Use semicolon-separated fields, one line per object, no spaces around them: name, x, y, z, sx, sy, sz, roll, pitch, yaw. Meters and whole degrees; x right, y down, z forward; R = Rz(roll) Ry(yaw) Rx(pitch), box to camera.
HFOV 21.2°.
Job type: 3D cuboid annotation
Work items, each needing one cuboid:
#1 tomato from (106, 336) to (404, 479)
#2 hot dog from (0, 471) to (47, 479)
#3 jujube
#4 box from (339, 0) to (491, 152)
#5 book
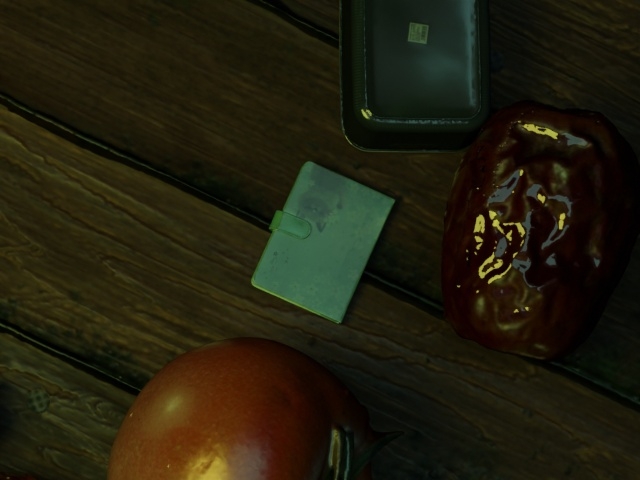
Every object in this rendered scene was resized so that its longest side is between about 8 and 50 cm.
tomato;-0.066;0.211;1.513;0.224;0.256;0.256;13;80;29
hot dog;-0.297;0.399;1.506;0.267;0.174;0.387;10;81;6
jujube;0.206;-0.012;1.613;0.183;0.183;0.243;15;91;-2
box;0.094;-0.191;1.665;0.144;0.090;0.201;1;81;-5
book;0.000;0.000;1.666;0.103;0.017;0.135;25;81;-1
